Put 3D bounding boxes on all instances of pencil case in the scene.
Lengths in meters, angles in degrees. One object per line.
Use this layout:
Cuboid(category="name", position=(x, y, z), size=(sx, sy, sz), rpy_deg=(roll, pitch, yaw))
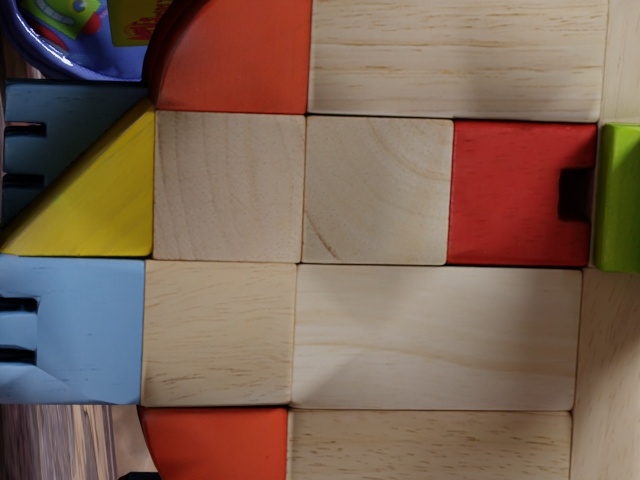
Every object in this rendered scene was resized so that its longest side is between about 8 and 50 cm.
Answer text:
Cuboid(category="pencil case", position=(-0.096, -0.137, 0.996), size=(0.119, 0.133, 0.306), rpy_deg=(52, -2, -9))

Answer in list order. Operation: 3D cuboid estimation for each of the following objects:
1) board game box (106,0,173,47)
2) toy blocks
Cuboid(category="board game box", position=(-0.069, -0.177, 0.777), size=(0.092, 0.043, 0.181), rpy_deg=(112, -26, -79))
Cuboid(category="toy blocks", position=(0.000, 0.000, 0.671), size=(0.191, 0.261, 0.381), rpy_deg=(-133, -135, -78))
